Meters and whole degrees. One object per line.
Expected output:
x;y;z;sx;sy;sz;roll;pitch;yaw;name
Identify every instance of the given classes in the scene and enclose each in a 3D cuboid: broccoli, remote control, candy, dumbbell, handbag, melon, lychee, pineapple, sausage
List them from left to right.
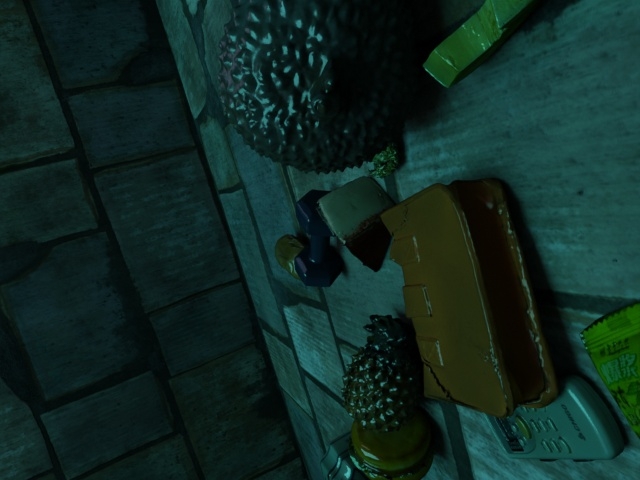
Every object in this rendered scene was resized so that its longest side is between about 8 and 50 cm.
-0.091;0.063;1.702;0.241;0.120;0.136;35;151;54;sausage
0.000;0.000;1.401;0.324;0.160;0.144;96;179;-48;dumbbell
0.000;-0.322;0.851;0.432;0.381;0.380;-94;-1;-58;lychee
0.131;-0.188;1.002;0.097;0.092;0.095;125;138;-85;broccoli
0.171;0.322;1.216;0.223;0.223;0.356;41;135;51;pineapple
0.259;0.106;0.858;0.303;0.116;0.409;150;108;-71;handbag
0.234;-0.299;0.634;0.064;0.118;0.209;56;170;1;melon
0.405;0.332;0.836;0.140;0.056;0.296;62;158;16;remote control
0.451;0.211;0.605;0.246;0.069;0.149;62;159;23;candy

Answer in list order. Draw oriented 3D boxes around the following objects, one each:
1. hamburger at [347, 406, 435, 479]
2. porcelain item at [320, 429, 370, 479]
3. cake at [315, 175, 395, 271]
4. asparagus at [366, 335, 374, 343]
0.204;0.584;1.301;0.246;0.246;0.169;28;135;60;hamburger
0.155;0.753;1.479;0.157;0.286;0.281;29;132;56;porcelain item
0.126;-0.045;1.191;0.158;0.160;0.262;57;-171;30;cake
0.183;0.311;1.382;0.165;0.030;0.036;169;106;-70;asparagus
